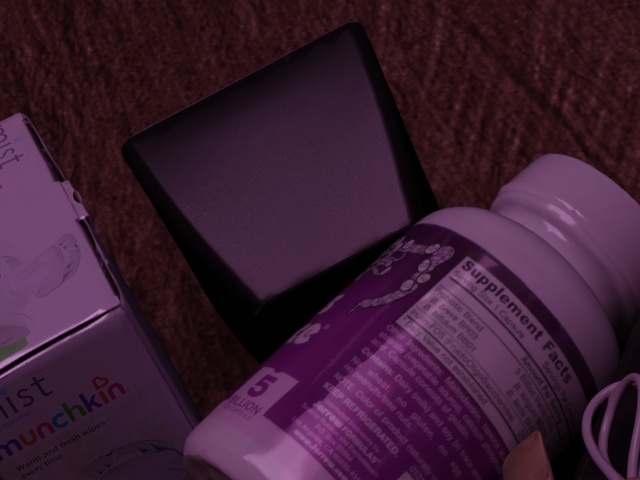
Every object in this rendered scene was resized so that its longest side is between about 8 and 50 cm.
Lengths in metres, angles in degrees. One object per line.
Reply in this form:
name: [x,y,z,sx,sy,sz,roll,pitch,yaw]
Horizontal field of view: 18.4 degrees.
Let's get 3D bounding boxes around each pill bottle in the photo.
pill bottle: [0.075,0.086,1.212,0.301,0.169,0.169,-42,39,-19]

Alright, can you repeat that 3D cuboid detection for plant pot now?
plant pot: [0.000,0.000,1.367,0.187,0.188,0.167,-28,50,-1]

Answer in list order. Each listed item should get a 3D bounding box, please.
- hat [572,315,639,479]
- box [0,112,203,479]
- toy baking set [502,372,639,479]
hat: [0.255,0.141,1.049,0.331,0.134,0.331,-48,24,30]
box: [-0.167,0.081,1.317,0.126,0.231,0.262,-30,38,-4]
toy baking set: [0.177,0.136,1.016,0.256,0.030,0.197,-28,32,46]
